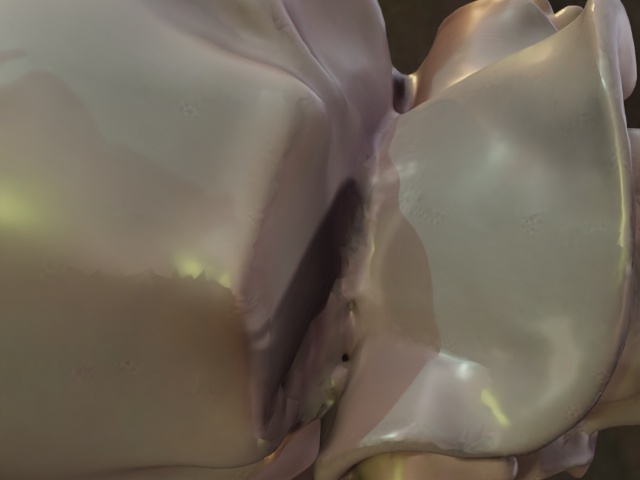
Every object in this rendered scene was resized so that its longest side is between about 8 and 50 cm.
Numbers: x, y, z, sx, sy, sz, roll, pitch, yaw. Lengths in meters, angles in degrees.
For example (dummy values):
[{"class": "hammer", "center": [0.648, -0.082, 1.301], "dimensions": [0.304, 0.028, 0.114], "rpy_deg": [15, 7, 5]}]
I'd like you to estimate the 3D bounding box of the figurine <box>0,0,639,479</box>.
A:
[{"class": "figurine", "center": [-0.001, 0.000, 0.375], "dimensions": [0.133, 0.276, 0.200], "rpy_deg": [-55, 151, -79]}]
